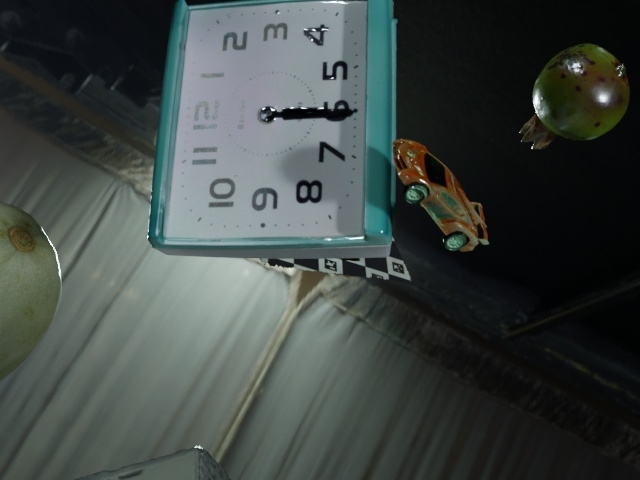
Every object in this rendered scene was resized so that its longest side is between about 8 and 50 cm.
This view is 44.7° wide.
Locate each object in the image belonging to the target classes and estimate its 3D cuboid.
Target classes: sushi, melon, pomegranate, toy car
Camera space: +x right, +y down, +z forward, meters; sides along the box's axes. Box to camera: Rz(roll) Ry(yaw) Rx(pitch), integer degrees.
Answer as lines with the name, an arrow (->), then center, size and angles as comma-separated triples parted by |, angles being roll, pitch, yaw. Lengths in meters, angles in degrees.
sushi -> 0.000, 0.000, 1.298 | 0.279, 0.192, 0.043 | 6, -44, -30
melon -> -0.468, 0.075, 0.951 | 0.308, 0.272, 0.272 | -7, -29, 5
pomegranate -> 0.412, -0.229, 1.279 | 0.159, 0.159, 0.205 | 34, -46, -11
toy car -> 0.100, -0.041, 0.659 | 0.035, 0.059, 0.122 | -24, -49, 25

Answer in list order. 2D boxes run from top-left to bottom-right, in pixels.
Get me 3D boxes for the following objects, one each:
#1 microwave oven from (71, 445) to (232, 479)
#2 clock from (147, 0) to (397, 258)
microwave oven -> -0.154, 0.469, 0.719 | 0.236, 0.432, 0.374 | -19, -47, 8
clock -> -0.037, -0.106, 0.771 | 0.231, 0.262, 0.116 | -1, -20, 8
